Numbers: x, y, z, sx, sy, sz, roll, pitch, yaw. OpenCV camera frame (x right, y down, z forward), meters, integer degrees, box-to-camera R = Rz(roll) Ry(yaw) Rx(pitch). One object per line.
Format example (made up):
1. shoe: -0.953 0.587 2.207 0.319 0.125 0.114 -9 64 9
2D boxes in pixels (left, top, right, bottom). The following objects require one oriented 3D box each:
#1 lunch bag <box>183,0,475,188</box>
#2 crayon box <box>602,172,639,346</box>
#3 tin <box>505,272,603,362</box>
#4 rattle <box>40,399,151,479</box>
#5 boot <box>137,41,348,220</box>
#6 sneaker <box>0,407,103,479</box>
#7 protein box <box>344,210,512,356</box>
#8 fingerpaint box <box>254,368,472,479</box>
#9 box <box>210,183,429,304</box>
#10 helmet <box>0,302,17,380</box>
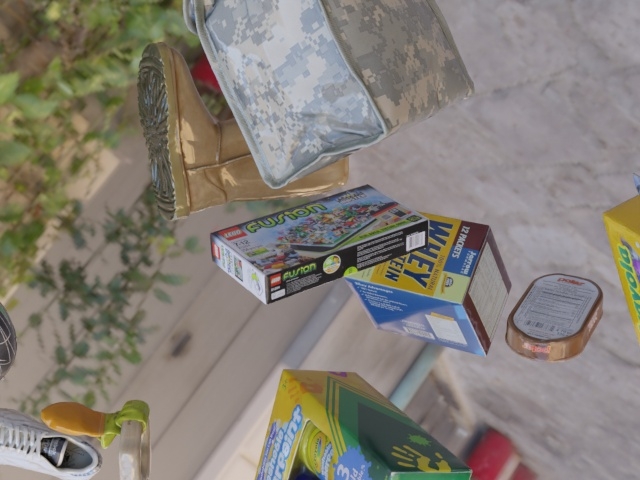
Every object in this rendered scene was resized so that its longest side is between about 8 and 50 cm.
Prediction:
1. lunch bag: -0.004 -0.225 1.056 0.169 0.235 0.287 -23 95 33
2. crayon box: 0.423 0.071 1.170 0.203 0.083 0.323 67 173 -25
3. tin: 0.319 0.101 1.438 0.106 0.190 0.040 15 123 23
4. rattle: -0.290 0.303 1.450 0.199 0.143 0.130 98 157 -55
5. boot: -0.096 -0.156 1.386 0.089 0.270 0.236 26 125 51
6. sneaker: -0.446 0.307 1.619 0.235 0.090 0.095 16 165 -12
7. protein box: 0.171 0.063 1.671 0.200 0.136 0.201 12 156 26
8. fingerpaint box: 0.026 0.488 1.756 0.163 0.444 0.371 7 -165 -31
9. box: 0.000 0.000 1.129 0.114 0.207 0.036 34 134 47
10. helmet: -0.516 0.134 1.505 0.161 0.169 0.169 28 165 46
